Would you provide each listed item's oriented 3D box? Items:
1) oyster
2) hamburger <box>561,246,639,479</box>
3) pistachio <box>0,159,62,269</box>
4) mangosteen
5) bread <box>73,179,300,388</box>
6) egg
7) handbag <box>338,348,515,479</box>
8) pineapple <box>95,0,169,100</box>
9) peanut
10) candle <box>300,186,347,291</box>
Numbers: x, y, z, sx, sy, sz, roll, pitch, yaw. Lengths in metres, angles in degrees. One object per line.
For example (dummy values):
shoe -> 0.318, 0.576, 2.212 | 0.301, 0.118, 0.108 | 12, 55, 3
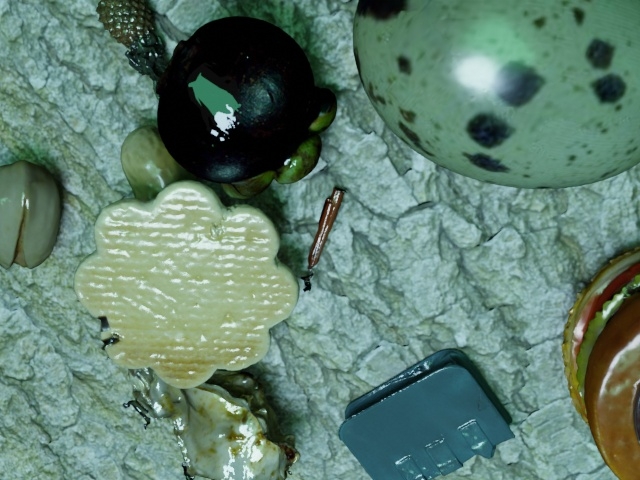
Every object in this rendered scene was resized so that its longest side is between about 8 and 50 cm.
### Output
oyster -> -0.183, 0.270, 0.991 | 0.337, 0.133, 0.198 | 37, 108, 3
hamburger -> 0.475, 0.159, 0.782 | 0.329, 0.250, 0.330 | 4, 105, 13
pistachio -> -0.461, -0.038, 0.968 | 0.124, 0.124, 0.185 | 11, 112, 7
mangosteen -> -0.099, -0.171, 0.832 | 0.242, 0.243, 0.243 | 2, 104, 10
bread -> -0.187, 0.063, 0.879 | 0.315, 0.054, 0.316 | -1, 111, -3
egg -> 0.220, -0.203, 0.720 | 0.379, 0.288, 0.288 | 32, 107, -6
handbag -> 0.162, 0.288, 0.972 | 0.229, 0.062, 0.179 | -35, 98, 16
pineapple -> -0.252, -0.277, 0.901 | 0.074, 0.074, 0.159 | -27, 100, 15
peanut -> -0.230, -0.051, 0.928 | 0.120, 0.110, 0.237 | -15, 102, 8
candle -> -0.001, 0.000, 0.948 | 0.026, 0.021, 0.168 | 16, 106, -15
